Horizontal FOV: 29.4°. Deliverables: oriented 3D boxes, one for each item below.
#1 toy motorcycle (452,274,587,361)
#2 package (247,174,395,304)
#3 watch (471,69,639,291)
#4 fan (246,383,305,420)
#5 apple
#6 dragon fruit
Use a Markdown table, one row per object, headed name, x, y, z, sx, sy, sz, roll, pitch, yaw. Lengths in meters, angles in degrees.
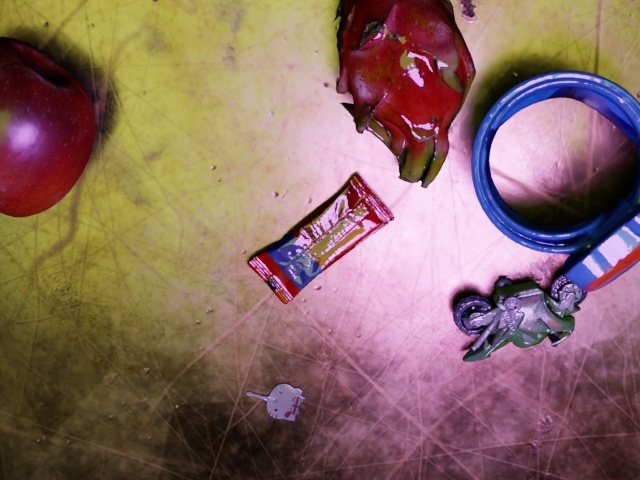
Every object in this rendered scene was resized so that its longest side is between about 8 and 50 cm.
| name | x | y | z | sx | sy | sz | roll | pitch | yaw |
| --- | --- | --- | --- | --- | --- | --- | --- | --- | --- |
| toy motorcycle | 0.281 | 0.107 | 1.685 | 0.190 | 0.074 | 0.106 | -14 | 112 | 3 |
| package | 0.000 | 0.000 | 1.675 | 0.200 | 0.022 | 0.083 | -38 | 100 | 9 |
| watch | 0.350 | -0.112 | 1.562 | 0.274 | 0.241 | 0.305 | 43 | 97 | 5 |
| fan | -0.065 | 0.227 | 1.739 | 0.083 | 0.004 | 0.055 | 16 | 103 | -4 |
| apple | -0.395 | -0.144 | 1.539 | 0.218 | 0.218 | 0.201 | 31 | 99 | -7 |
| dragon fruit | 0.093 | -0.211 | 1.563 | 0.200 | 0.198 | 0.269 | 33 | 134 | 26 |
